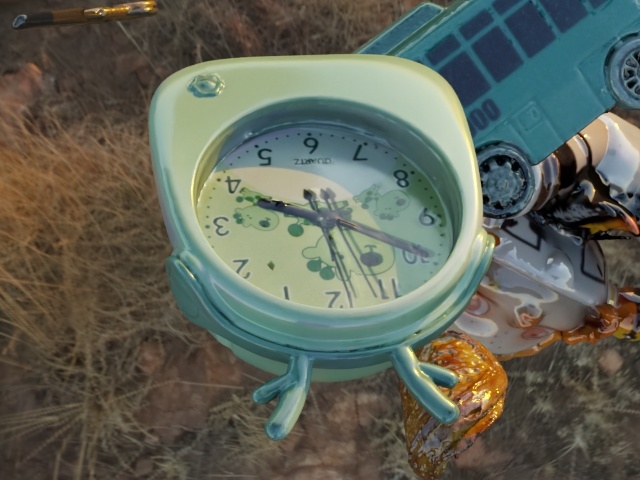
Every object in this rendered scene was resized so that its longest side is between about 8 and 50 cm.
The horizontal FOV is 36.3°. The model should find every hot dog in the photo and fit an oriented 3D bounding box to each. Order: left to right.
[{"bbox_3d":[0.103,0.133,0.797,0.065,0.147,0.099,36,107,-15],"label":"hot dog"}]

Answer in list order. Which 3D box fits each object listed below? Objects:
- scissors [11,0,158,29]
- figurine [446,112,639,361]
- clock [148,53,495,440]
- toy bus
[{"bbox_3d":[-0.213,-0.194,0.848,0.088,0.220,0.017,-4,104,11],"label":"scissors"},{"bbox_3d":[0.204,0.009,1.002,0.320,0.323,0.196,27,51,-21],"label":"figurine"},{"bbox_3d":[0.000,0.000,0.467,0.159,0.066,0.211,-2,53,-9],"label":"clock"},{"bbox_3d":[0.115,-0.107,0.674,0.256,0.128,0.147,-37,97,-3],"label":"toy bus"}]
